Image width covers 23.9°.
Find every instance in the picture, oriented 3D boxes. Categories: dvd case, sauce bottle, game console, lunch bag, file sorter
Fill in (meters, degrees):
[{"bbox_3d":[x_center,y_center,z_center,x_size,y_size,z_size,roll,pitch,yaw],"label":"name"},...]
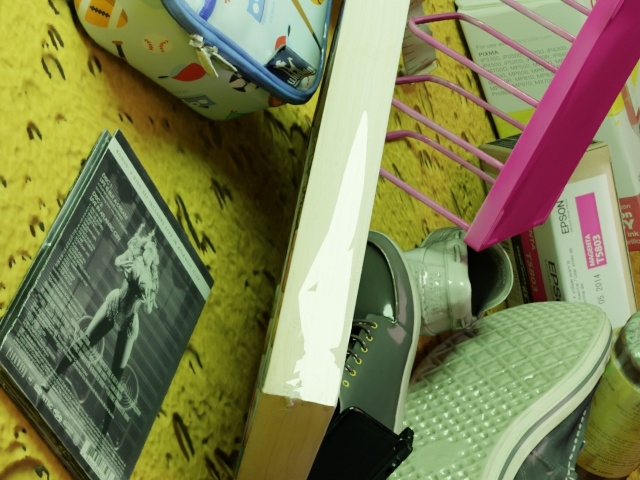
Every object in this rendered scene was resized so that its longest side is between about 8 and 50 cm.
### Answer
[{"bbox_3d":[-0.150,0.053,1.072,0.164,0.018,0.221,61,35,-37],"label":"dvd case"},{"bbox_3d":[0.318,0.214,1.700,0.344,0.111,0.111,115,-1,-45],"label":"sauce bottle"},{"bbox_3d":[0.015,0.194,1.292,0.071,0.122,0.107,43,8,0],"label":"game console"},{"bbox_3d":[-0.082,-0.251,1.166,0.243,0.115,0.303,35,53,-54],"label":"lunch bag"},{"bbox_3d":[0.181,-0.171,1.460,0.291,0.182,0.202,-62,162,20],"label":"file sorter"}]

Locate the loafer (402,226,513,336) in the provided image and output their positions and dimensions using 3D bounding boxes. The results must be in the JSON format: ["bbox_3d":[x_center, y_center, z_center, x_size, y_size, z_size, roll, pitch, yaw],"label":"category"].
[{"bbox_3d":[0.145,0.042,1.545,0.319,0.111,0.112,-22,106,-69],"label":"loafer"}]

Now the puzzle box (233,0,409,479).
[{"bbox_3d":[0.000,0.000,1.189,0.272,0.052,0.409,108,-5,-58],"label":"puzzle box"}]

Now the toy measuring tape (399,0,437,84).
[{"bbox_3d":[0.053,-0.266,1.473,0.330,0.121,0.121,62,30,-68],"label":"toy measuring tape"}]

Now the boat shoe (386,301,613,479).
[{"bbox_3d":[0.161,0.228,1.487,0.500,0.186,0.156,-52,133,-47],"label":"boat shoe"}]

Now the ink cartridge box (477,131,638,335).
[{"bbox_3d":[0.272,0.000,1.741,0.193,0.088,0.235,-152,-132,-72],"label":"ink cartridge box"}]

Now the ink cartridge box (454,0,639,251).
[{"bbox_3d":[0.325,-0.211,1.914,0.385,0.160,0.279,65,32,-33],"label":"ink cartridge box"}]

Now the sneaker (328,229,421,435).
[{"bbox_3d":[0.029,0.092,1.348,0.118,0.083,0.222,22,67,-60],"label":"sneaker"}]
